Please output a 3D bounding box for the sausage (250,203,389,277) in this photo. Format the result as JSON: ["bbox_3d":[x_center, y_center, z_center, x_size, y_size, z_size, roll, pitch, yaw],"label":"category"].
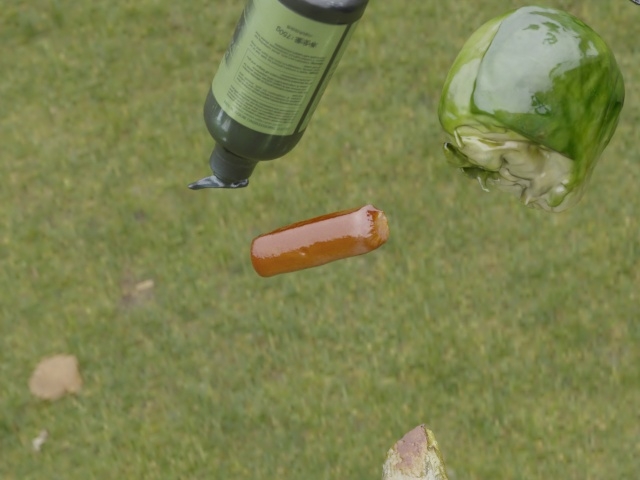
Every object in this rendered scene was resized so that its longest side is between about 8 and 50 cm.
[{"bbox_3d":[0.000,0.000,1.258,0.131,0.039,0.041,-16,5,36],"label":"sausage"}]

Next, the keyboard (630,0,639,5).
[{"bbox_3d":[0.319,-0.300,1.431,0.063,0.010,0.198,33,66,8],"label":"keyboard"}]

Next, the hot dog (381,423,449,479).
[{"bbox_3d":[0.090,0.271,1.548,0.078,0.061,0.169,12,77,43],"label":"hot dog"}]

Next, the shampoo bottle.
[{"bbox_3d":[-0.048,-0.150,1.442,0.101,0.284,0.101,15,43,-15],"label":"shampoo bottle"}]

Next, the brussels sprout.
[{"bbox_3d":[0.175,-0.112,1.242,0.131,0.183,0.145,14,75,31],"label":"brussels sprout"}]
